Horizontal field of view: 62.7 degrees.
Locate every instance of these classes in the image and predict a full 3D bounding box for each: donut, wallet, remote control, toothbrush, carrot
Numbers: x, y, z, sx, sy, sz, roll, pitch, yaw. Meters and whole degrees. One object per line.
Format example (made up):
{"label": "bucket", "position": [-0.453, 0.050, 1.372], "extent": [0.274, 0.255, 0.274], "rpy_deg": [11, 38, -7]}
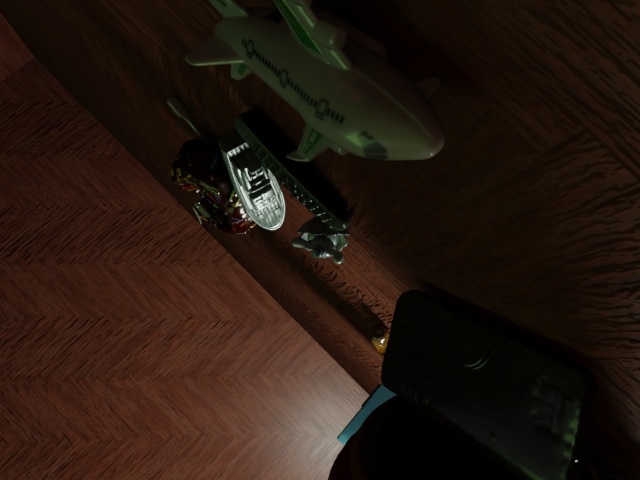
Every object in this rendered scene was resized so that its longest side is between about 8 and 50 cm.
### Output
{"label": "donut", "position": [-0.212, -0.098, 1.103], "extent": [0.216, 0.096, 0.230], "rpy_deg": [29, 153, 20]}
{"label": "wallet", "position": [0.188, 0.175, 0.664], "extent": [0.310, 0.042, 0.165], "rpy_deg": [24, 110, 56]}
{"label": "remote control", "position": [-0.039, -0.099, 0.763], "extent": [0.222, 0.042, 0.072], "rpy_deg": [47, 167, -9]}
{"label": "toothbrush", "position": [-0.212, -0.166, 1.132], "extent": [0.342, 0.025, 0.030], "rpy_deg": [52, 164, -27]}
{"label": "carrot", "position": [0.144, 0.242, 1.229], "extent": [0.047, 0.047, 0.191], "rpy_deg": [39, 166, 26]}

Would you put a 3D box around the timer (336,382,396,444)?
{"label": "timer", "position": [0.147, 0.421, 1.308], "extent": [0.091, 0.250, 0.232], "rpy_deg": [43, 167, 15]}

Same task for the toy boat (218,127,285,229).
{"label": "toy boat", "position": [-0.109, -0.090, 0.924], "extent": [0.085, 0.078, 0.260], "rpy_deg": [55, 171, 30]}

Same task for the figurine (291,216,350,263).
{"label": "figurine", "position": [0.000, 0.000, 0.850], "extent": [0.086, 0.095, 0.082], "rpy_deg": [-86, -3, -69]}

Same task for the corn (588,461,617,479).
{"label": "corn", "position": [0.353, 0.375, 0.823], "extent": [0.120, 0.120, 0.363], "rpy_deg": [50, 168, -18]}

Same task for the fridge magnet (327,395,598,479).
{"label": "fridge magnet", "position": [0.184, 0.325, 0.722], "extent": [0.364, 0.364, 0.155], "rpy_deg": [24, 131, 58]}

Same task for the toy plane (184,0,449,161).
{"label": "toy plane", "position": [-0.003, -0.137, 0.410], "extent": [0.255, 0.101, 0.251], "rpy_deg": [34, 163, 29]}
